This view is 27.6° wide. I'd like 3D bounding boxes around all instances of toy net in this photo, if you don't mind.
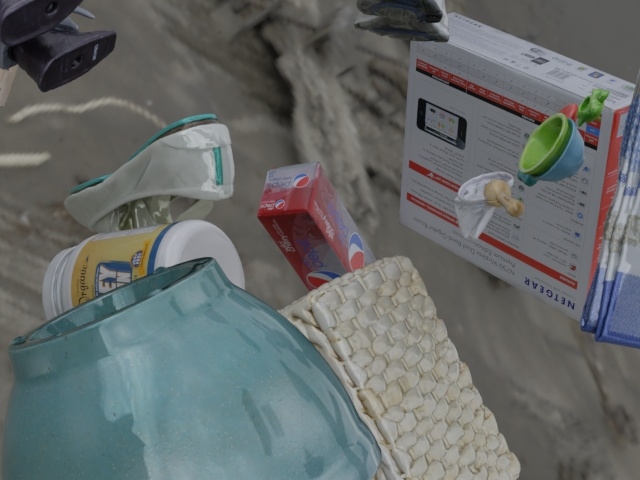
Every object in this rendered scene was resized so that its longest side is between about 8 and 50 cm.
[{"bbox_3d":[0.197,-0.077,1.315,0.045,0.232,0.122,30,59,-16],"label":"toy net"}]

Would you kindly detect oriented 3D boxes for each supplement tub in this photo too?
[{"bbox_3d":[-0.203,0.057,1.487,0.144,0.199,0.144,19,67,-55],"label":"supplement tub"}]

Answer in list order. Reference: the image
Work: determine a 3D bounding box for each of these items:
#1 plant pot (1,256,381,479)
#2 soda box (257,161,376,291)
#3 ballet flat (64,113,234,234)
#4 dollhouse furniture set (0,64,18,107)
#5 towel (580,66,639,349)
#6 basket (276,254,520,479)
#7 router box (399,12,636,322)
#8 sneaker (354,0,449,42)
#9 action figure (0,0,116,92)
[{"bbox_3d":[-0.123,0.132,1.007,0.196,0.293,0.293,68,27,-7],"label":"plant pot"},{"bbox_3d":[0.000,0.000,1.914,0.263,0.083,0.092,57,36,-48],"label":"soda box"},{"bbox_3d":[-0.240,-0.055,1.794,0.139,0.400,0.139,10,71,-32],"label":"ballet flat"},{"bbox_3d":[-0.496,-0.140,1.267,0.286,0.303,0.198,27,71,-27],"label":"dollhouse furniture set"},{"bbox_3d":[0.337,-0.036,1.120,0.209,0.034,0.285,12,89,-22],"label":"towel"},{"bbox_3d":[0.017,0.223,1.449,0.328,0.266,0.331,62,22,4],"label":"basket"},{"bbox_3d":[0.251,-0.100,1.685,0.082,0.335,0.301,-24,130,-35],"label":"router box"},{"bbox_3d":[0.098,-0.289,1.414,0.297,0.111,0.129,152,-55,-90],"label":"sneaker"},{"bbox_3d":[-0.281,-0.217,0.926,0.285,0.185,0.099,37,60,16],"label":"action figure"}]
